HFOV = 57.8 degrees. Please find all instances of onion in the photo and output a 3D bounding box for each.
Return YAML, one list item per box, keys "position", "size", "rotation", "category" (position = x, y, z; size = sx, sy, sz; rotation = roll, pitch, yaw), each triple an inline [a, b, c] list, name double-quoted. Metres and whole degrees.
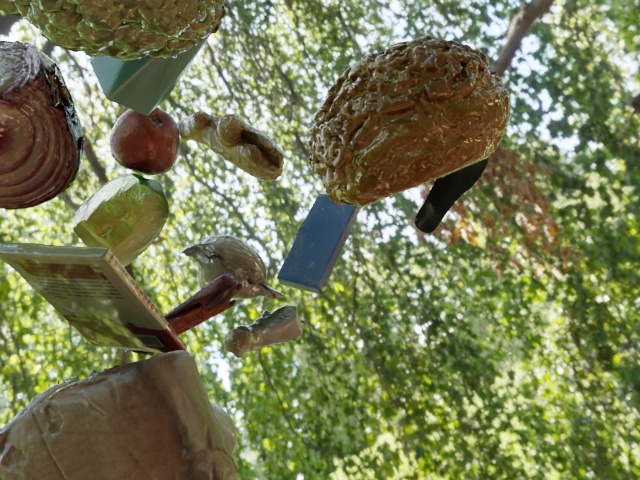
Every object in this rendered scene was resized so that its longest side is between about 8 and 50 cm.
- position: [-0.470, -0.170, 0.876]
  size: [0.216, 0.206, 0.207]
  rotation: [-23, -45, -10]
  category: "onion"

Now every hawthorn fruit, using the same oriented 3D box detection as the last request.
- position: [-0.427, -0.248, 1.430]
  size: [0.172, 0.173, 0.173]
  rotation: [-21, -28, -12]
  category: "hawthorn fruit"

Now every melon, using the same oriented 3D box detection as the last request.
- position: [-0.472, -0.067, 1.429]
  size: [0.323, 0.196, 0.124]
  rotation: [-33, 17, 33]
  category: "melon"

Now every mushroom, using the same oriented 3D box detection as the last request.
- position: [-0.136, 0.229, 1.455]
  size: [0.096, 0.099, 0.278]
  rotation: [-16, -2, 38]
  category: "mushroom"

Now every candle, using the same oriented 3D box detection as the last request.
- position: [-0.307, 0.171, 1.287]
  size: [0.301, 0.059, 0.084]
  rotation: [-30, -62, 0]
  category: "candle"

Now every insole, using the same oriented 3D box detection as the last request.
- position: [0.379, -0.151, 1.690]
  size: [0.309, 0.110, 0.012]
  rotation: [-59, -20, 18]
  category: "insole"

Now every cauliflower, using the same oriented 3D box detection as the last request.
- position: [-0.189, -0.295, 0.470]
  size: [0.260, 0.327, 0.281]
  rotation: [0, -75, -25]
  category: "cauliflower"

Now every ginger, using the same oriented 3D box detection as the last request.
- position: [-0.281, -0.290, 1.722]
  size: [0.236, 0.375, 0.166]
  rotation: [-30, -46, -81]
  category: "ginger"

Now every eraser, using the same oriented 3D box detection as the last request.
- position: [0.000, 0.000, 1.661]
  size: [0.312, 0.144, 0.043]
  rotation: [-64, -33, -24]
  category: "eraser"

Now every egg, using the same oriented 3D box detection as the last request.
- position: [-0.277, 0.434, 1.303]
  size: [0.151, 0.151, 0.209]
  rotation: [-31, -49, 7]
  category: "egg"

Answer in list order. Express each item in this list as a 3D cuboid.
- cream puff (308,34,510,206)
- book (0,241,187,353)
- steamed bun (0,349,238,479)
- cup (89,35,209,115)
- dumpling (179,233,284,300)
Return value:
- position: [0.132, -0.198, 0.959]
  size: [0.327, 0.231, 0.343]
  rotation: [-25, 3, -27]
  category: "cream puff"
- position: [-0.292, 0.082, 0.766]
  size: [0.162, 0.022, 0.232]
  rotation: [1, -39, 18]
  category: "book"
- position: [-0.260, 0.288, 0.773]
  size: [0.301, 0.252, 0.199]
  rotation: [-27, -5, 12]
  category: "steamed bun"
- position: [-0.269, -0.336, 0.981]
  size: [0.134, 0.148, 0.235]
  rotation: [43, -47, -19]
  category: "cup"
- position: [-0.233, 0.085, 1.526]
  size: [0.175, 0.243, 0.227]
  rotation: [-30, 1, -6]
  category: "dumpling"
